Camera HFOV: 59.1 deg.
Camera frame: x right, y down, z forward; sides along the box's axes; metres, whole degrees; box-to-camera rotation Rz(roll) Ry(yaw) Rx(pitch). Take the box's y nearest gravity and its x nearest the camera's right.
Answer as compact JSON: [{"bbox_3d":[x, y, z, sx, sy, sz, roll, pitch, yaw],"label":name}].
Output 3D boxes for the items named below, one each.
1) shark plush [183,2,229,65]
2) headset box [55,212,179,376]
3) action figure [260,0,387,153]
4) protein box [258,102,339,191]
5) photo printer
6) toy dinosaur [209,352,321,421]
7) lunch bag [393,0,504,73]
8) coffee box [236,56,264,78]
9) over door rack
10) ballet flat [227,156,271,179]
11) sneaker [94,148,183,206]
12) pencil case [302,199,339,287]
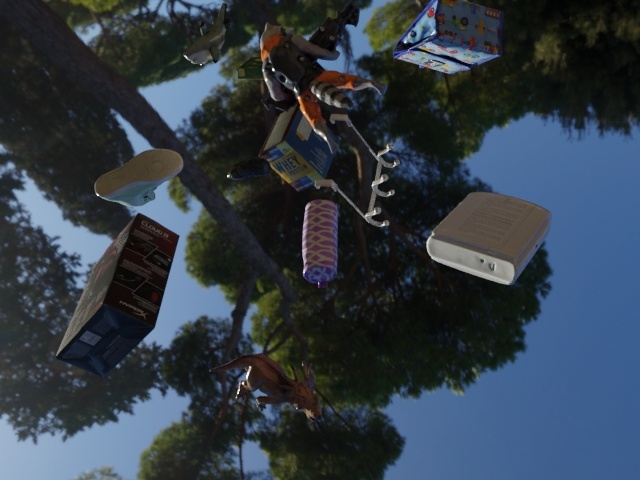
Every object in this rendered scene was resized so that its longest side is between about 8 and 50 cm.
[{"bbox_3d":[-0.249,-0.471,1.289,0.161,0.067,0.073,-58,-143,0],"label":"shark plush"},{"bbox_3d":[-0.414,0.099,1.184,0.218,0.110,0.293,-41,-149,30],"label":"headset box"},{"bbox_3d":[-0.005,-0.424,1.343,0.330,0.178,0.341,40,-75,14],"label":"action figure"},{"bbox_3d":[-0.069,-0.318,1.923,0.135,0.199,0.201,-19,-140,42],"label":"protein box"},{"bbox_3d":[0.475,-0.025,1.550,0.255,0.107,0.307,19,-139,32],"label":"photo printer"},{"bbox_3d":[-0.126,0.355,1.465,0.295,0.200,0.127,30,-125,-7],"label":"toy dinosaur"},{"bbox_3d":[0.372,-0.594,1.709,0.220,0.293,0.138,7,-96,-18],"label":"lunch bag"},{"bbox_3d":[-0.222,-0.623,2.036,0.113,0.041,0.184,2,-150,9],"label":"coffee box"},{"bbox_3d":[0.137,-0.208,1.732,0.108,0.324,0.240,-2,-113,40],"label":"over door rack"},{"bbox_3d":[-0.208,-0.213,1.671,0.049,0.058,0.173,-13,-177,35],"label":"ballet flat"},{"bbox_3d":[-0.469,-0.169,1.556,0.255,0.151,0.094,-18,-105,12],"label":"sneaker"},{"bbox_3d":[0.000,0.000,1.340,0.086,0.088,0.206,3,-123,1],"label":"pencil case"}]
